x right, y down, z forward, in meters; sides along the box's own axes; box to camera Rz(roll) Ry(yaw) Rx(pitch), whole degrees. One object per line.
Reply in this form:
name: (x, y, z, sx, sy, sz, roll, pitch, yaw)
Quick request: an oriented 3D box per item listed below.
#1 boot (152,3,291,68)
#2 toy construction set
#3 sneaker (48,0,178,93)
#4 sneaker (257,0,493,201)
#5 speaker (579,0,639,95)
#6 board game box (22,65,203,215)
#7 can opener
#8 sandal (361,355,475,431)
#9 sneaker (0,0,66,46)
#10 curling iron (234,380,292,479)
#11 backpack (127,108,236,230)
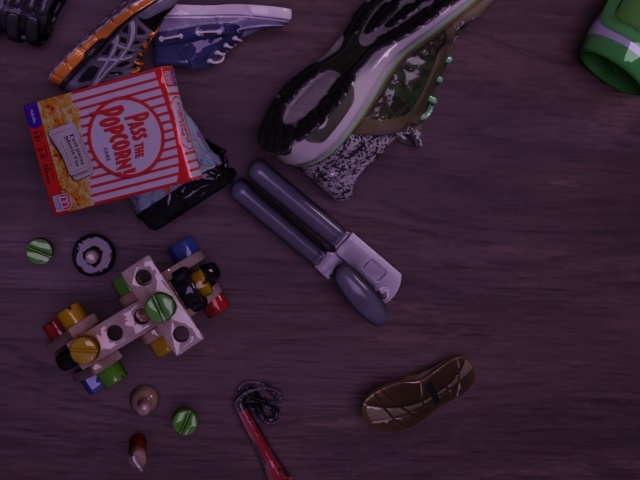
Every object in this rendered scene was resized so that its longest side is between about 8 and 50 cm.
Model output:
boot: (-0.133, -0.274, 1.542, 0.190, 0.069, 0.086, 0, 98, 1)
toy construction set: (-0.234, 0.141, 1.459, 0.258, 0.237, 0.308, -7, 95, -8)
sneaker: (-0.258, -0.258, 1.502, 0.215, 0.084, 0.083, -37, 109, 21)
sneaker: (0.104, -0.216, 1.566, 0.410, 0.158, 0.182, -43, 129, -6)
speaker: (0.491, -0.351, 1.594, 0.131, 0.131, 0.296, 36, 88, -9)
board game box: (-0.261, -0.125, 1.435, 0.194, 0.045, 0.146, -14, 96, 14)
can opener: (0.000, 0.000, 1.558, 0.280, 0.093, 0.074, 41, 99, -11)
sandal: (0.136, 0.215, 1.617, 0.180, 0.049, 0.072, -24, 102, -21)
sneaker: (-0.439, -0.276, 1.472, 0.147, 0.104, 0.295, 39, 83, -3)
curling iron: (-0.048, 0.322, 1.598, 0.068, 0.035, 0.274, -22, 96, -6)
backpack: (-0.215, -0.122, 1.510, 0.152, 0.115, 0.182, -32, 94, -3)
